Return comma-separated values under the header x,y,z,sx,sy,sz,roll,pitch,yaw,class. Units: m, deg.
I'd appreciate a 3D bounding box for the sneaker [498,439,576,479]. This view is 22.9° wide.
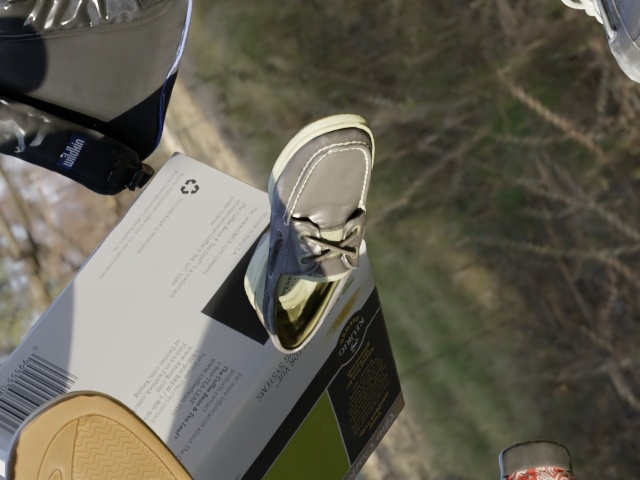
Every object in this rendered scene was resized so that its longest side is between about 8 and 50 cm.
x,y,z,sx,sy,sz,roll,pitch,yaw,class
0.236,0.305,1.512,0.270,0.090,0.145,51,-147,-53,sneaker

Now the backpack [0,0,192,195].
x,y,z,sx,sy,sz,roll,pitch,yaw,class
-0.275,-0.209,1.540,0.213,0.263,0.277,-116,35,-50,backpack

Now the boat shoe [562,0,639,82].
x,y,z,sx,sy,sz,roll,pitch,yaw,class
0.278,-0.236,1.421,0.113,0.105,0.306,30,-153,-25,boat shoe

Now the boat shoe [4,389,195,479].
x,y,z,sx,sy,sz,roll,pitch,yaw,class
-0.089,0.200,0.858,0.285,0.104,0.089,67,171,-20,boat shoe

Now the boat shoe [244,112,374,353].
x,y,z,sx,sy,sz,roll,pitch,yaw,class
-0.001,0.000,1.154,0.224,0.080,0.073,112,145,-49,boat shoe

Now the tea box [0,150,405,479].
x,y,z,sx,sy,sz,roll,pitch,yaw,class
-0.110,0.160,1.463,0.220,0.329,0.324,25,154,26,tea box
